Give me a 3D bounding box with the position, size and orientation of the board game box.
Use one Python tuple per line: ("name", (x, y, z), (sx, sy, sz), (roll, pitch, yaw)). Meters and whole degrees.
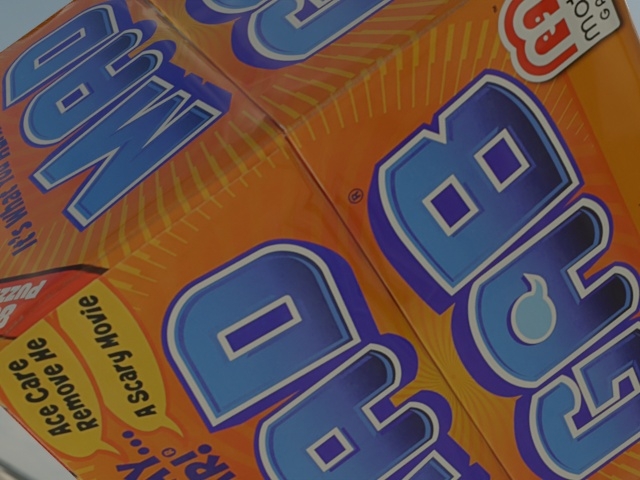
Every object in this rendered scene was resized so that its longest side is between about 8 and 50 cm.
("board game box", (0.000, 0.000, 0.726), (0.356, 0.356, 0.356), (56, -5, -33))
